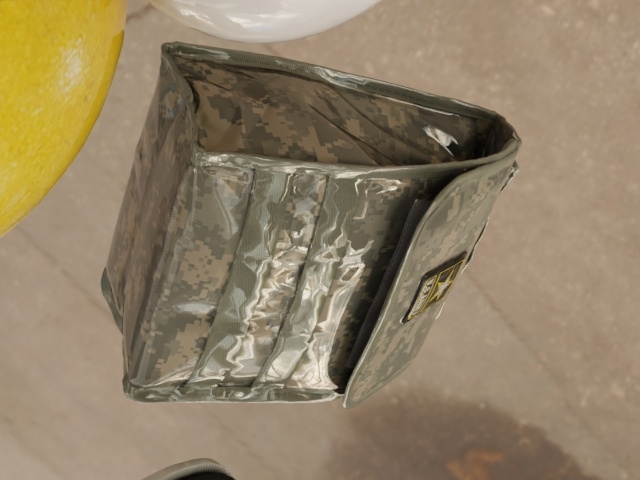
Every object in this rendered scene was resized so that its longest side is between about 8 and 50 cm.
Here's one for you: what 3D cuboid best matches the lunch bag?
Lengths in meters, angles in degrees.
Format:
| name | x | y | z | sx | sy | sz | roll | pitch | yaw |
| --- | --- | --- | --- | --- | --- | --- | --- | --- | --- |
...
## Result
| name | x | y | z | sx | sy | sz | roll | pitch | yaw |
| --- | --- | --- | --- | --- | --- | --- | --- | --- | --- |
| lunch bag | 0.000 | 0.000 | 0.989 | 0.287 | 0.169 | 0.235 | 4 | 128 | -24 |

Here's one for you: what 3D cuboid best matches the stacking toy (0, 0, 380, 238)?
| name | x | y | z | sx | sy | sz | roll | pitch | yaw |
| --- | --- | --- | --- | --- | --- | --- | --- | --- | --- |
| stacking toy | -0.185 | -0.078 | 0.391 | 0.480 | 0.350 | 0.350 | -14 | 136 | 6 |

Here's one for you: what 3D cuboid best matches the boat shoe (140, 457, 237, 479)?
| name | x | y | z | sx | sy | sz | roll | pitch | yaw |
| --- | --- | --- | --- | --- | --- | --- | --- | --- | --- |
| boat shoe | -0.133 | 0.256 | 0.768 | 0.091 | 0.302 | 0.114 | 12 | 141 | 47 |
